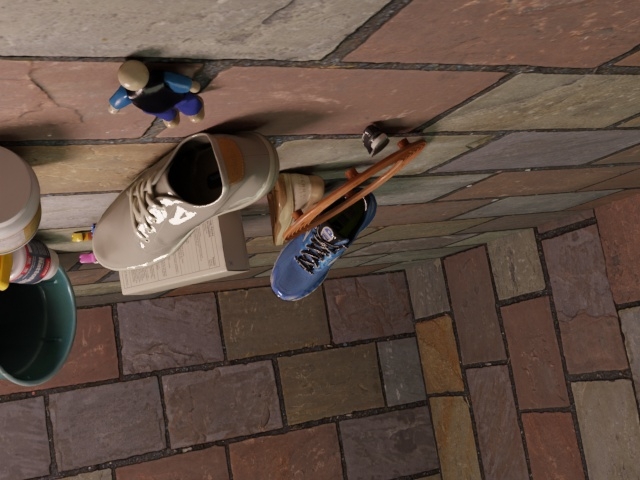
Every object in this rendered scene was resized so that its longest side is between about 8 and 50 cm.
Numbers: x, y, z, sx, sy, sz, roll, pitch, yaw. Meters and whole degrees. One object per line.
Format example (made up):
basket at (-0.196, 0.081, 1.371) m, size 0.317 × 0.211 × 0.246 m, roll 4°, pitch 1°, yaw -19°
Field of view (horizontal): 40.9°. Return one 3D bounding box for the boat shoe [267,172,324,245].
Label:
boat shoe at (-0.053, -0.065, 1.893) m, size 0.110 × 0.121 × 0.341 m, roll -8°, pitch 170°, yaw -8°

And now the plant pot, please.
plant pot at (-0.859, 0.196, 2.168) m, size 0.334 × 0.340 × 0.341 m, roll -4°, pitch 174°, yaw 21°

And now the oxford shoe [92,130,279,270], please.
oxford shoe at (-0.267, -0.069, 1.480) m, size 0.450 × 0.169 × 0.130 m, roll -24°, pitch 168°, yaw 36°

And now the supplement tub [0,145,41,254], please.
supplement tub at (-0.503, -0.062, 1.313) m, size 0.145 × 0.144 × 0.200 m, roll -7°, pitch 171°, yaw -18°

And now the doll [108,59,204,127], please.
doll at (-0.215, -0.188, 1.116) m, size 0.129 × 0.046 × 0.189 m, roll -12°, pitch 172°, yaw 8°

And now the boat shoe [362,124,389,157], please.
boat shoe at (0.096, -0.181, 1.557) m, size 0.046 × 0.038 × 0.125 m, roll -43°, pitch 174°, yaw 4°

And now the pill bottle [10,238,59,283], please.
pill bottle at (-0.684, 0.046, 1.981) m, size 0.108 × 0.107 × 0.180 m, roll -11°, pitch 172°, yaw 12°

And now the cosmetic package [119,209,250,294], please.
cosmetic package at (-0.339, 0.029, 2.090) m, size 0.310 × 0.160 × 0.113 m, roll -12°, pitch 173°, yaw 24°

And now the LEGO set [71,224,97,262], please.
LEGO set at (-0.534, 0.011, 2.014) m, size 0.093 × 0.086 × 0.227 m, roll -5°, pitch 177°, yaw -11°

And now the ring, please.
ring at (0.062, -0.104, 1.677) m, size 0.337 × 0.032 × 0.336 m, roll -34°, pitch 175°, yaw -3°

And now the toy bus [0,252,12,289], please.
toy bus at (-0.794, 0.043, 1.798) m, size 0.220 × 0.149 × 0.211 m, roll -14°, pitch 155°, yaw 17°

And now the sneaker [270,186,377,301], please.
sneaker at (0.000, 0.000, 1.978) m, size 0.330 × 0.130 × 0.147 m, roll -50°, pitch 174°, yaw -2°
